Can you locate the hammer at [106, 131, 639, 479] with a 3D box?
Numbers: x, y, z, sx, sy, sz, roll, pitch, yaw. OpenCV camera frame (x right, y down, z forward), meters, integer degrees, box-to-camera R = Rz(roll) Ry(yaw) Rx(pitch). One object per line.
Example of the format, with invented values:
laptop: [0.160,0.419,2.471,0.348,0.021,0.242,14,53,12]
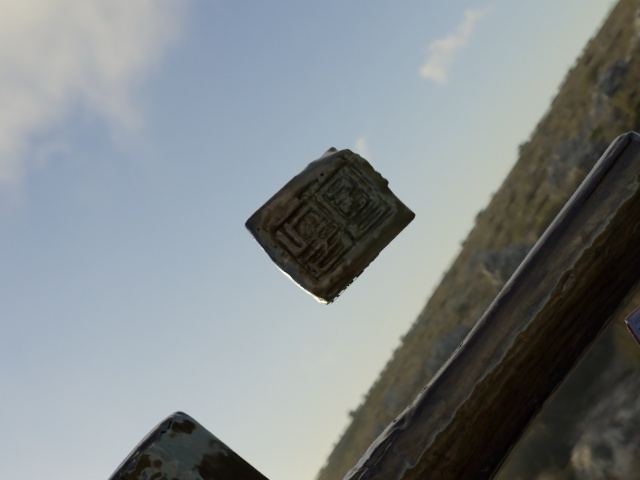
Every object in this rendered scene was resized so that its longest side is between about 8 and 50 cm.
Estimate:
hammer: [0.087,0.083,0.581,0.409,0.242,0.095,-49,-5,-18]

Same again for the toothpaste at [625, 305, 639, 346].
toothpaste: [0.476,0.016,1.156,0.320,0.076,0.066,-47,36,22]

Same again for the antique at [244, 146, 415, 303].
antique: [0.000,0.000,1.262,0.150,0.125,0.284,-43,-3,-10]
